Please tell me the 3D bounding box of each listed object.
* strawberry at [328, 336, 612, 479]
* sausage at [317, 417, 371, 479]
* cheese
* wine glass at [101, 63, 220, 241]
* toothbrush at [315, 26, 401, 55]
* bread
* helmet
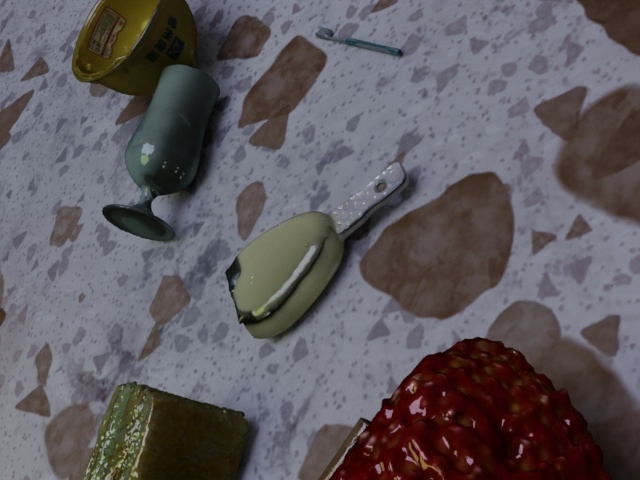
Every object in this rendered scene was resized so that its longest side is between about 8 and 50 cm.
[{"bbox_3d":[0.109,0.259,0.747,0.292,0.292,0.343,-22,27,32],"label":"strawberry"},{"bbox_3d":[0.018,0.228,0.987,0.116,0.026,0.026,-55,42,3],"label":"sausage"},{"bbox_3d":[0.000,0.000,1.120,0.251,0.054,0.127,-39,45,18],"label":"cheese"},{"bbox_3d":[-0.211,-0.122,1.354,0.103,0.103,0.231,-4,59,41],"label":"wine glass"},{"bbox_3d":[0.047,-0.253,1.257,0.167,0.011,0.014,26,80,48],"label":"toothbrush"},{"bbox_3d":[-0.172,0.259,1.064,0.102,0.138,0.196,-3,64,53],"label":"bread"},{"bbox_3d":[-0.249,-0.291,1.458,0.257,0.140,0.205,22,83,53],"label":"helmet"}]
